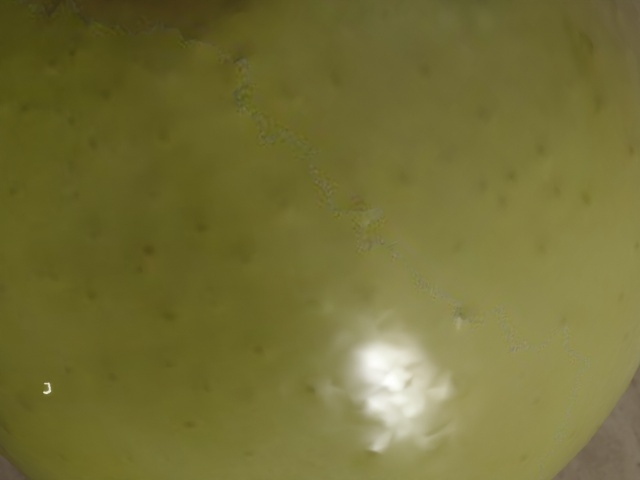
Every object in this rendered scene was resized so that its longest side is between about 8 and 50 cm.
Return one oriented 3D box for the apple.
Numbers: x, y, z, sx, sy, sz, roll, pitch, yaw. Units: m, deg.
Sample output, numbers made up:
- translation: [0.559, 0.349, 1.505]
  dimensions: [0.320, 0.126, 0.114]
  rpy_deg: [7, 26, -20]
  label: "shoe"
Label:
- translation: [-0.025, -0.055, 0.552]
  dimensions: [0.473, 0.474, 0.473]
  rpy_deg: [-23, 90, -84]
  label: "apple"
